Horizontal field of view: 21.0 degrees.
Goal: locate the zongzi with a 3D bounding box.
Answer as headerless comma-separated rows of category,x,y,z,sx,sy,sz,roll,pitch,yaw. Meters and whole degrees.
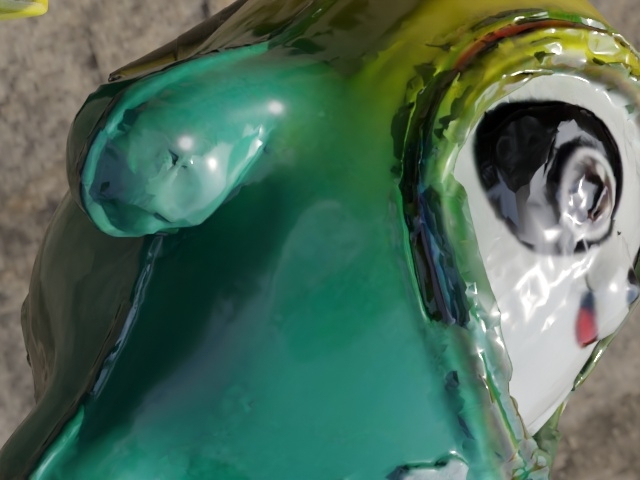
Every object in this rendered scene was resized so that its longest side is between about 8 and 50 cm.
zongzi,-0.112,-0.204,1.741,0.176,0.078,0.160,20,101,-43

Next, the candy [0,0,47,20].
candy,-0.218,-0.255,0.892,0.088,0.276,0.146,0,180,34

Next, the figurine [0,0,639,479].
figurine,0.001,0.022,0.694,0.340,0.231,0.323,-53,144,-24
